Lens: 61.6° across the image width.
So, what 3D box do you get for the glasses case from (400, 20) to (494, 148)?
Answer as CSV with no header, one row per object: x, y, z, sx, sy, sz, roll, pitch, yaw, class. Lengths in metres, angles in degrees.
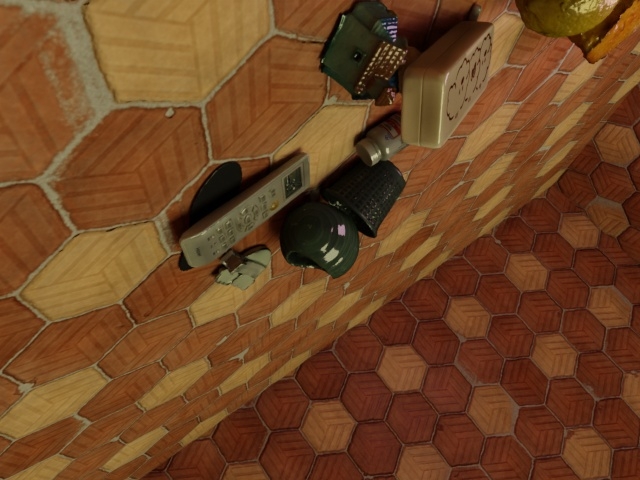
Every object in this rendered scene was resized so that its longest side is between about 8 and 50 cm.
0.247,-0.304,1.016,0.336,0.076,0.144,-50,146,-44,glasses case

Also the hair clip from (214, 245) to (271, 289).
-0.182,0.069,1.331,0.140,0.054,0.220,-45,163,3,hair clip

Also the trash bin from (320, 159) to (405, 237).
0.118,-0.117,1.308,0.161,0.175,0.175,-47,162,-8,trash bin

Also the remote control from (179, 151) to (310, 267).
-0.148,-0.068,1.076,0.313,0.055,0.109,-39,155,-21,remote control

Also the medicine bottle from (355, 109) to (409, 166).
0.153,-0.231,1.222,0.140,0.079,0.079,-34,160,-12,medicine bottle

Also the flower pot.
0.000,0.000,1.292,0.243,0.189,0.157,60,46,-71,flower pot

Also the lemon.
0.494,-0.506,1.061,0.231,0.192,0.192,-35,160,-13,lemon

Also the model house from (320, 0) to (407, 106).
0.095,-0.289,0.886,0.119,0.149,0.148,-20,155,-45,model house

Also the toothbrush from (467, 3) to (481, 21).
0.303,-0.403,1.202,0.024,0.021,0.288,-42,164,-25,toothbrush

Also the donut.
0.750,-0.650,1.263,0.377,0.163,0.435,-21,152,-45,donut

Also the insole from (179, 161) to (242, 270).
-0.224,-0.039,1.072,0.109,0.007,0.322,-25,156,-40,insole

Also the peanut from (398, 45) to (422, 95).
0.177,-0.322,1.052,0.087,0.087,0.206,-46,160,19,peanut
